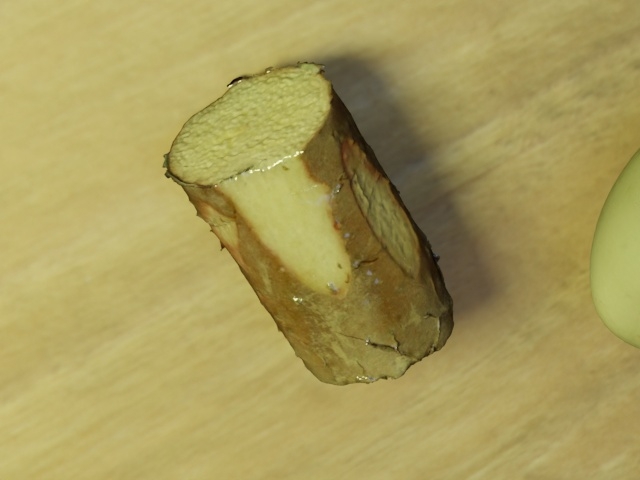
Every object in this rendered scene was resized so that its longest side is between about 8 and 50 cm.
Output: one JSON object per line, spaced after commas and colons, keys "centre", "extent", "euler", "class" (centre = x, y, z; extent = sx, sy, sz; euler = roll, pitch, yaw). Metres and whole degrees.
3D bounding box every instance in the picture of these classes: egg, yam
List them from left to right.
{"centre": [0.000, -0.001, 1.318], "extent": [0.238, 0.129, 0.128], "euler": [59, 44, -30], "class": "yam"}
{"centre": [0.323, -0.014, 1.424], "extent": [0.254, 0.188, 0.188], "euler": [-38, 120, -2], "class": "egg"}
